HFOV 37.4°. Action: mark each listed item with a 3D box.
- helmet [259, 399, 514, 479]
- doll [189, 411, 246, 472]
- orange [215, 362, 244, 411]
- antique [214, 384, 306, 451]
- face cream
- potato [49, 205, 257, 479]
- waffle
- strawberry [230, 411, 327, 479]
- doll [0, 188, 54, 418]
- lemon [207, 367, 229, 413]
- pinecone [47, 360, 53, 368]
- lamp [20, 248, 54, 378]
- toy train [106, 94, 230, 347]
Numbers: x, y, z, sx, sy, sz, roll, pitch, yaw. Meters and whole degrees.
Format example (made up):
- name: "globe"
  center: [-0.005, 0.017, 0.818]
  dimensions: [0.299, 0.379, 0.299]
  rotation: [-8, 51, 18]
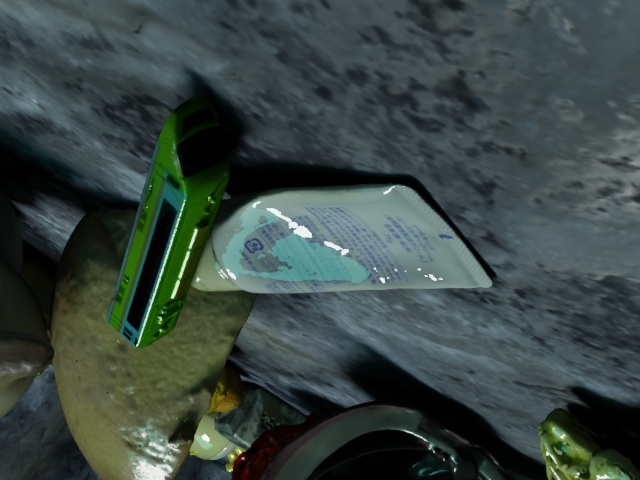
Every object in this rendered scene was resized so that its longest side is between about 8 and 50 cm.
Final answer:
- name: "helmet"
  center: [0.068, 0.296, 1.029]
  dimensions: [0.338, 0.271, 0.197]
  rotation: [38, -178, -13]
- name: "doll"
  center: [-0.243, 0.314, 1.713]
  dimensions: [0.296, 0.117, 0.141]
  rotation: [34, 158, -14]
- name: "orange"
  center: [-0.152, 0.215, 1.389]
  dimensions: [0.085, 0.085, 0.085]
  rotation: [26, 161, 10]
- name: "antique"
  center: [-0.071, 0.301, 1.472]
  dimensions: [0.183, 0.088, 0.086]
  rotation: [36, 159, -20]
- name: "face cream"
  center: [0.000, 0.000, 0.656]
  dimensions: [0.224, 0.070, 0.114]
  rotation: [-5, 144, 39]
- name: "potato"
  center: [-0.194, 0.113, 0.917]
  dimensions: [0.190, 0.264, 0.211]
  rotation: [23, 168, -9]
- name: "waffle"
  center: [0.301, 0.252, 0.754]
  dimensions: [0.297, 0.073, 0.317]
  rotation: [31, 173, 33]
- name: "strawberry"
  center: [0.014, 0.366, 1.273]
  dimensions: [0.261, 0.261, 0.257]
  rotation: [19, 149, 29]
- name: "doll"
  center: [-0.411, 0.047, 0.997]
  dimensions: [0.226, 0.215, 0.370]
  rotation: [32, -165, -34]
- name: "lemon"
  center: [-0.225, 0.174, 1.256]
  dimensions: [0.207, 0.170, 0.170]
  rotation: [26, 162, -7]
- name: "pinecone"
  center: [-0.539, 0.153, 1.653]
  dimensions: [0.205, 0.179, 0.184]
  rotation: [5, 175, -9]
- name: "lamp"
  center: [-0.508, 0.137, 1.393]
  dimensions: [0.250, 0.284, 0.250]
  rotation: [22, 157, 10]
- name: "toy train"
  center: [-0.099, -0.005, 0.645]
  dimensions: [0.042, 0.044, 0.209]
  rotation: [41, 135, 16]
